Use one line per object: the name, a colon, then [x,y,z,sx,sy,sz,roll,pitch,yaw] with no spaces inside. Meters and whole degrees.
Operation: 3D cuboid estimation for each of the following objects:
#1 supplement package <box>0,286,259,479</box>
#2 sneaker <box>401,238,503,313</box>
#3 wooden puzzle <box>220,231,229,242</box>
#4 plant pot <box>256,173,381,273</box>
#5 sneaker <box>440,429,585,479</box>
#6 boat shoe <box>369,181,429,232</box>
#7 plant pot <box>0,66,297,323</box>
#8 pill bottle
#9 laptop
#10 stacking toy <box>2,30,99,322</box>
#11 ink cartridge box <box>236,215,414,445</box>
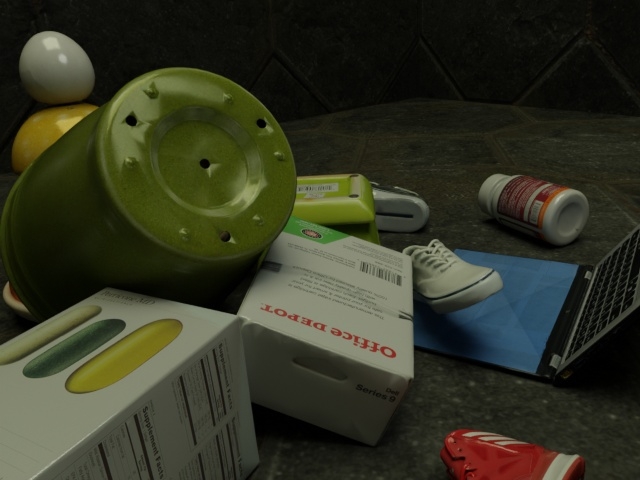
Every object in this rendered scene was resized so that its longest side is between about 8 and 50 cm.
supplement package: [-0.221,0.200,0.538,0.199,0.198,0.263,7,24,28]
sneaker: [0.178,0.048,0.840,0.094,0.091,0.258,-29,5,-13]
wooden puzzle: [-0.167,-0.043,1.135,0.044,0.238,0.221,35,11,-11]
plant pot: [0.000,0.000,0.993,0.228,0.207,0.227,-3,22,5]
sneaker: [0.150,0.254,0.524,0.221,0.087,0.128,-8,10,-44]
boat shoe: [0.097,-0.084,1.342,0.335,0.121,0.119,13,17,12]
plant pot: [-0.218,-0.045,0.757,0.367,0.366,0.353,-20,-3,-35]
pill bottle: [0.459,-0.076,1.219,0.121,0.121,0.221,-13,24,-22]
laptop: [0.351,0.017,0.867,0.236,0.408,0.382,40,38,13]
stacking toy: [-0.428,-0.121,0.995,0.351,0.479,0.350,-4,21,1]
ink cartridge box: [0.007,0.101,0.745,0.211,0.121,0.289,20,27,0]
